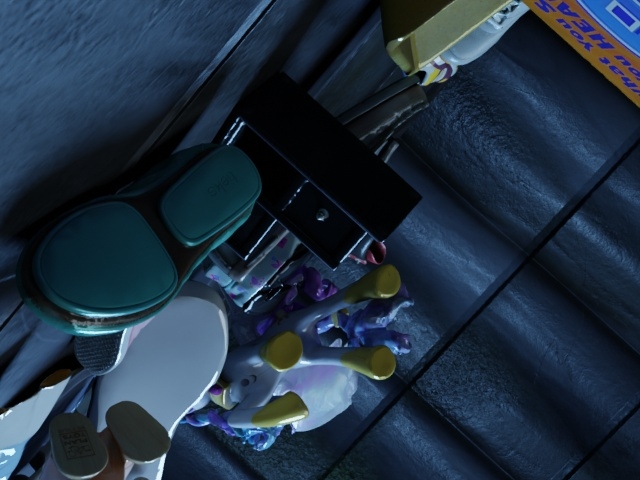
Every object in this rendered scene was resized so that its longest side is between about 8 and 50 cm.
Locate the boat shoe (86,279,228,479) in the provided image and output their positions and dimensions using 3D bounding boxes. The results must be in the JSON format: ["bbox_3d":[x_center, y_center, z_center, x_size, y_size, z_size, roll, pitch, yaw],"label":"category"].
[{"bbox_3d":[-0.196,0.135,1.299,0.158,0.127,0.340,-100,-149,-49],"label":"boat shoe"}]

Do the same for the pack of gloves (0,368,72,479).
[{"bbox_3d":[-0.321,0.195,0.938,0.195,0.046,0.232,-27,160,-50],"label":"pack of gloves"}]

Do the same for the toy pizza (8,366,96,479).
[{"bbox_3d":[-0.303,0.196,1.170,0.201,0.032,0.201,-49,177,-3],"label":"toy pizza"}]

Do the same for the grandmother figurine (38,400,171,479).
[{"bbox_3d":[-0.277,0.311,1.250,0.208,0.104,0.342,-1,138,-27],"label":"grandmother figurine"}]

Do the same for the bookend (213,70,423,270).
[{"bbox_3d":[-0.026,-0.029,0.982,0.072,0.156,0.157,-46,178,-45],"label":"bookend"}]

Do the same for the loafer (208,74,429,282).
[{"bbox_3d":[0.000,-0.059,1.142,0.267,0.084,0.096,-33,-179,3],"label":"loafer"}]

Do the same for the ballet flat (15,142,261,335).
[{"bbox_3d":[-0.125,0.008,0.764,0.087,0.083,0.247,-32,-175,34],"label":"ballet flat"}]

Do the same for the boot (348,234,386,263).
[{"bbox_3d":[0.000,0.000,1.735,0.088,0.176,0.244,-48,180,-38],"label":"boot"}]

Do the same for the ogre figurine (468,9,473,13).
[{"bbox_3d":[0.186,-0.297,1.223,0.197,0.097,0.118,-37,-170,4],"label":"ogre figurine"}]

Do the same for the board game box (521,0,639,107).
[{"bbox_3d":[0.294,-0.256,0.593,0.356,0.356,0.356,-47,178,-3],"label":"board game box"}]

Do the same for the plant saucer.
[{"bbox_3d":[0.180,-0.279,1.004,0.333,0.081,0.333,-36,179,8],"label":"plant saucer"}]

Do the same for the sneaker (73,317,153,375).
[{"bbox_3d":[-0.180,0.071,1.090,0.070,0.051,0.134,-38,167,-47],"label":"sneaker"}]

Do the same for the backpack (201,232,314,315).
[{"bbox_3d":[-0.066,0.002,1.280,0.152,0.115,0.182,-53,179,22],"label":"backpack"}]

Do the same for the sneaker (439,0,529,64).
[{"bbox_3d":[0.224,-0.303,1.321,0.262,0.099,0.121,-51,-159,15],"label":"sneaker"}]

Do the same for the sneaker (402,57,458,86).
[{"bbox_3d":[0.152,-0.259,1.704,0.084,0.069,0.185,-39,171,-3],"label":"sneaker"}]

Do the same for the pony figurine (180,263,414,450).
[{"bbox_3d":[-0.048,0.131,1.495,0.351,0.303,0.363,-32,-171,-39],"label":"pony figurine"}]

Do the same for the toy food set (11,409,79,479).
[{"bbox_3d":[-0.403,0.348,1.407,0.220,0.092,0.306,-43,167,-49],"label":"toy food set"}]
